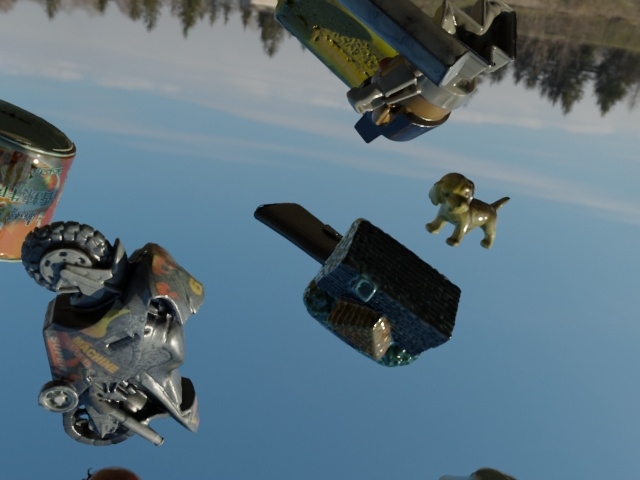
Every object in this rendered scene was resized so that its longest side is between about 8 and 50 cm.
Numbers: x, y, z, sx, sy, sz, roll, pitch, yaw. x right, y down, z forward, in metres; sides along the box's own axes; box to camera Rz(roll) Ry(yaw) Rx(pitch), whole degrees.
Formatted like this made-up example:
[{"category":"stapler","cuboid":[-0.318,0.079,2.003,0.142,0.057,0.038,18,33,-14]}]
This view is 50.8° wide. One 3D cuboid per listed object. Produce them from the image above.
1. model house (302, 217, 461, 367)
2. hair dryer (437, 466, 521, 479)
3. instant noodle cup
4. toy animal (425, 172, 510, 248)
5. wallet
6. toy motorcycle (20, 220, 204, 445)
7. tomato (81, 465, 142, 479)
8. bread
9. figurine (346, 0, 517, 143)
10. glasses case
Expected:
[{"category":"model house","cuboid":[0.117,0.124,1.204,0.261,0.225,0.241,35,-176,-5]},{"category":"hair dryer","cuboid":[0.258,0.466,1.045,0.093,0.266,0.229,-11,-172,-20]},{"category":"instant noodle cup","cuboid":[-0.596,-0.126,1.226,0.297,0.213,0.296,29,-168,-7]},{"category":"toy animal","cuboid":[0.357,-0.068,1.676,0.233,0.168,0.121,17,-162,-37]},{"category":"wallet","cuboid":[0.000,0.000,1.660,0.318,0.045,0.172,36,-155,25]},{"category":"toy motorcycle","cuboid":[-0.206,0.107,0.716,0.174,0.307,0.108,-5,-145,-10]},{"category":"tomato","cuboid":[-0.399,0.506,1.257,0.168,0.167,0.167,8,-160,-3]},{"category":"bread","cuboid":[0.092,-0.360,1.246,0.384,0.166,0.112,40,-141,-18]},{"category":"figurine","cuboid":[0.166,-0.255,1.069,0.309,0.308,0.143,-5,-112,-33]},{"category":"glasses case","cuboid":[0.064,-0.319,0.882,0.299,0.060,0.114,42,-166,5]}]
